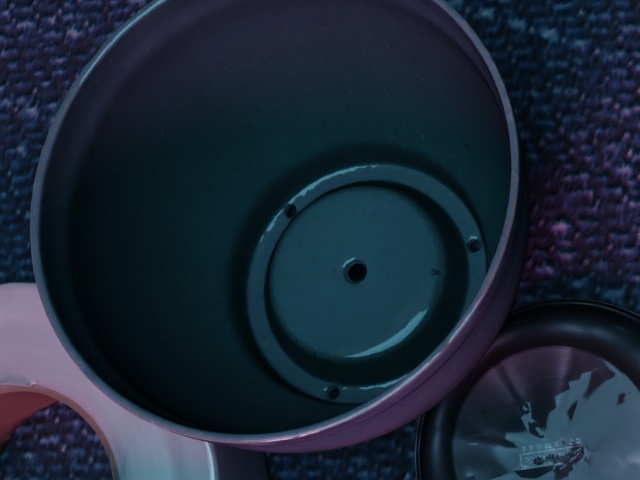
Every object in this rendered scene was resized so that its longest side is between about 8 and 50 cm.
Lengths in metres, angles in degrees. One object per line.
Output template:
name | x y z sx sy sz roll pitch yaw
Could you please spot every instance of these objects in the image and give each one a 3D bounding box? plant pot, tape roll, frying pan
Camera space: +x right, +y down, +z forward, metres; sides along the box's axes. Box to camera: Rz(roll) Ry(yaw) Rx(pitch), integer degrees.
plant pot | 0.000 0.000 1.140 0.293 0.196 0.293 -7 70 18
tape roll | -0.180 0.170 1.244 0.286 0.100 0.286 -3 82 19
frying pan | 0.134 0.194 1.166 0.197 0.053 0.326 13 84 21
